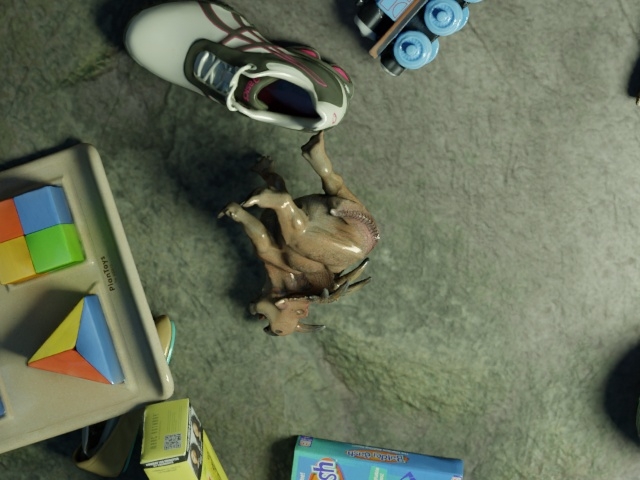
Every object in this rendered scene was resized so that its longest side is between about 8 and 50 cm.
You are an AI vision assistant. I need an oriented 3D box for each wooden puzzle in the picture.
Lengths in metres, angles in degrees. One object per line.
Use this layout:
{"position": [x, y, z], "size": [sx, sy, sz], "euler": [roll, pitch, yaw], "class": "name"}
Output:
{"position": [-0.379, 0.085, 1.567], "size": [0.348, 0.080, 0.322], "euler": [-18, 89, 12], "class": "wooden puzzle"}

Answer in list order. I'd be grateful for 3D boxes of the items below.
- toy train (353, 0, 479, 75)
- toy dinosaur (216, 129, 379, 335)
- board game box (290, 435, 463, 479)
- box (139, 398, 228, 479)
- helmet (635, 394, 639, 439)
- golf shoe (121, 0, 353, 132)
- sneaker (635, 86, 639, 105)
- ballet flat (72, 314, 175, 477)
{"position": [0.115, -0.269, 1.449], "size": [0.105, 0.080, 0.184], "euler": [44, 109, 1], "class": "toy train"}
{"position": [0.000, 0.000, 1.476], "size": [0.200, 0.296, 0.127], "euler": [48, 62, -12], "class": "toy dinosaur"}
{"position": [0.063, 0.339, 1.656], "size": [0.210, 0.047, 0.160], "euler": [8, 108, 4], "class": "board game box"}
{"position": [-0.153, 0.296, 1.595], "size": [0.058, 0.087, 0.232], "euler": [-10, 133, 8], "class": "box"}
{"position": [0.445, 0.199, 1.514], "size": [0.169, 0.169, 0.161], "euler": [-38, 116, 15], "class": "helmet"}
{"position": [-0.096, -0.195, 1.470], "size": [0.273, 0.120, 0.105], "euler": [19, 110, 1], "class": "golf shoe"}
{"position": [0.399, -0.195, 1.458], "size": [0.067, 0.042, 0.118], "euler": [19, 116, 4], "class": "sneaker"}
{"position": [-0.245, 0.192, 1.620], "size": [0.073, 0.080, 0.232], "euler": [12, 110, -26], "class": "ballet flat"}
